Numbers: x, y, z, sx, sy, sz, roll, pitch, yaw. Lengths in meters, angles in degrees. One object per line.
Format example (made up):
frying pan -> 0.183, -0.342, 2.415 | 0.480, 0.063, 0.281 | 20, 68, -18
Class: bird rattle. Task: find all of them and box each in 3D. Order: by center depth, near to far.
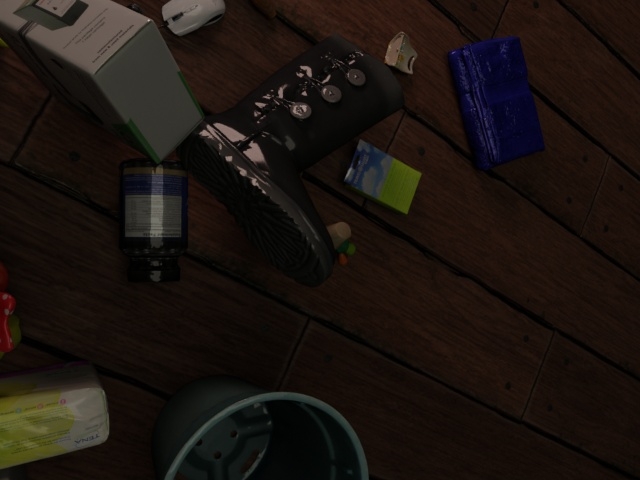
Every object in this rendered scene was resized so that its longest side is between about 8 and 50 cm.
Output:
bird rattle -> -0.538, 0.086, 0.879 | 0.143, 0.253, 0.207 | 4, 65, -26

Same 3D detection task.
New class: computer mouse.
computer mouse -> -0.266, -0.436, 1.099 | 0.193, 0.042, 0.106 | -36, 104, -20

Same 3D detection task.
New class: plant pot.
plant pot -> -0.143, 0.396, 1.006 | 0.341, 0.334, 0.341 | 0, 91, -24

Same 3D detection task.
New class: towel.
towel -> 0.449, -0.345, 1.419 | 0.228, 0.076, 0.308 | -20, 99, -23

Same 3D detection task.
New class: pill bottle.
pill bottle -> -0.304, -0.035, 1.042 | 0.123, 0.123, 0.219 | 0, 91, -25

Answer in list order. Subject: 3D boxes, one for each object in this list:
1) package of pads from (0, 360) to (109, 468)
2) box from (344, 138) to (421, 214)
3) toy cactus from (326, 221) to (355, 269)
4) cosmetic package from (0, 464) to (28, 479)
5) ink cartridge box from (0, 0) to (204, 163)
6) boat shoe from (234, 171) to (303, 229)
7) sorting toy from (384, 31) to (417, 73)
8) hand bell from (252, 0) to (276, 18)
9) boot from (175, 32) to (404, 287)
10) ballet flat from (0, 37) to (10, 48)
package of pads -> -0.495, 0.275, 0.897 | 0.297, 0.229, 0.101 | -7, 94, -26
box -> 0.135, -0.141, 1.291 | 0.178, 0.042, 0.109 | 25, 79, -23
toy cactus -> 0.000, 0.000, 1.164 | 0.219, 0.180, 0.112 | 14, 65, -30
cosmetic package -> -0.500, 0.440, 0.821 | 0.155, 0.365, 0.197 | -13, 95, -25
ink cartridge box -> -0.352, -0.275, 0.897 | 0.121, 0.289, 0.211 | -51, 154, -15
boat shoe -> -0.089, -0.114, 1.175 | 0.257, 0.095, 0.095 | -60, 148, -20
sorting toy -> 0.191, -0.421, 1.318 | 0.075, 0.045, 0.083 | 20, 82, -31
hand bell -> -0.162, -0.551, 1.132 | 0.126, 0.126, 0.242 | -47, 122, -17
boot -> 0.011, -0.174, 1.088 | 0.367, 0.146, 0.445 | 49, 54, 1
ballet flat -> -0.599, -0.403, 0.935 | 0.077, 0.077, 0.231 | -32, 102, 0
